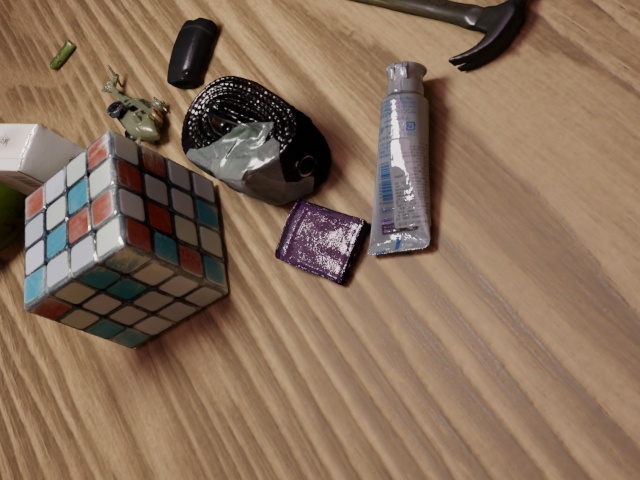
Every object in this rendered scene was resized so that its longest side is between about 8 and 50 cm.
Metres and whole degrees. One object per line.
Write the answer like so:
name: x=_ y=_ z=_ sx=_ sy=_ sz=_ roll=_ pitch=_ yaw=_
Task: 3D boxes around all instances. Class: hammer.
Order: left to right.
hammer: x=0.156 y=-0.396 z=1.547 sx=0.440 sy=0.044 sz=0.168 roll=31 pitch=91 yaw=46

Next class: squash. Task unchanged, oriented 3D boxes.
squash: x=-0.633 y=-0.451 z=2.280 sx=0.083 sy=0.027 sz=0.027 roll=-49 pitch=46 yaw=15

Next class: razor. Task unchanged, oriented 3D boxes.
razor: x=-0.268 y=-0.382 z=1.905 sx=0.090 sy=0.054 sz=0.147 roll=2 pitch=71 yaw=46

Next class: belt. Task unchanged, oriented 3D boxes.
belt: x=-0.122 y=-0.176 z=1.601 sx=0.289 sy=0.164 sz=0.184 roll=30 pitch=86 yaw=43

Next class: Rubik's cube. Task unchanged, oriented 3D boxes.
Rubik's cube: x=-0.346 y=0.005 z=1.645 sx=0.259 sy=0.256 sz=0.253 roll=-30 pitch=53 yaw=28

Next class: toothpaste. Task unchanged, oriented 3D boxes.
toothpaste: x=0.127 y=-0.126 z=1.432 sx=0.114 sy=0.073 sz=0.299 roll=-7 pitch=73 yaw=38

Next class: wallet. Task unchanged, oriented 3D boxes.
wallet: x=-0.001 y=0.000 z=1.502 sx=0.166 sy=0.030 sz=0.111 roll=20 pitch=83 yaw=44

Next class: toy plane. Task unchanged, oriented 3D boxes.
toy plane: x=-0.399 y=-0.283 z=1.957 sx=0.108 sy=0.092 sz=0.286 roll=-41 pitch=45 yaw=-10

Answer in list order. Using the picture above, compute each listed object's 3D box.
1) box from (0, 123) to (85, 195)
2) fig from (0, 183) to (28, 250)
box: x=-0.534 y=-0.136 z=1.877 sx=0.195 sy=0.260 sz=0.111 roll=6 pitch=75 yaw=42
fig: x=-0.809 y=-0.104 z=2.066 sx=0.316 sy=0.316 sz=0.316 roll=-19 pitch=58 yaw=34
